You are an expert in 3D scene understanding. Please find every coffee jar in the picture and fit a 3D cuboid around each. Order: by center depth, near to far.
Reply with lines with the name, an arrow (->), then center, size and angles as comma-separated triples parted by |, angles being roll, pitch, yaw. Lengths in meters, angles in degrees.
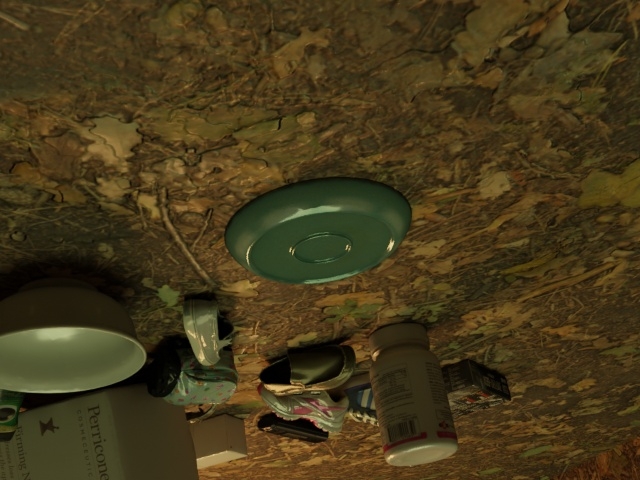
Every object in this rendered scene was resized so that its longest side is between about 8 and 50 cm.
coffee jar -> -0.630, 0.308, 1.560 | 0.096, 0.079, 0.184 | 14, 101, -45

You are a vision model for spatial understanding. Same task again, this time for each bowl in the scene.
bowl -> -0.453, 0.153, 1.373 | 0.298, 0.134, 0.298 | -7, 151, -4

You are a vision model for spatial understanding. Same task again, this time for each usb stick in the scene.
usb stick -> -0.076, 0.551, 2.312 | 0.077, 0.045, 0.278 | -18, 151, 30

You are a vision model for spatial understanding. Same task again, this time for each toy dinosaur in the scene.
toy dinosaur -> -0.348, 0.465, 2.011 | 0.268, 0.064, 0.118 | -27, 161, 3

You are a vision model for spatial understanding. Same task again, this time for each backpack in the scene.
backpack -> -0.267, 0.286, 1.694 | 0.182, 0.115, 0.152 | 7, 145, -32

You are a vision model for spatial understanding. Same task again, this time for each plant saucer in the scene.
plant saucer -> 0.000, 0.000, 1.325 | 0.318, 0.043, 0.317 | -7, 152, -4

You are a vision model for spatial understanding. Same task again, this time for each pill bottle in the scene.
pill bottle -> 0.195, 0.335, 1.743 | 0.160, 0.283, 0.160 | -7, 152, -4

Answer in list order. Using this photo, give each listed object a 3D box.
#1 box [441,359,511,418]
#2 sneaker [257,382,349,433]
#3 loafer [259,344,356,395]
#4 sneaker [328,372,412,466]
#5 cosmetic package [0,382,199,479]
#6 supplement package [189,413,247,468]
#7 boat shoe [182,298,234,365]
box -> 0.331, 0.431, 2.178 | 0.307, 0.076, 0.242 | -26, 147, 28
sneaker -> -0.037, 0.387, 1.978 | 0.252, 0.103, 0.111 | 22, 103, -24
loafer -> -0.035, 0.298, 1.805 | 0.251, 0.094, 0.087 | -24, 153, 26
sneaker -> 0.164, 0.461, 2.013 | 0.323, 0.236, 0.130 | -17, 151, 14
cosmetic package -> -0.516, 0.512, 1.734 | 0.394, 0.329, 0.327 | -18, 169, 14
supplement package -> -0.307, 0.558, 2.192 | 0.179, 0.105, 0.105 | -19, 150, 20
boat shoe -> -0.210, 0.183, 1.558 | 0.081, 0.079, 0.227 | -6, 149, 2
